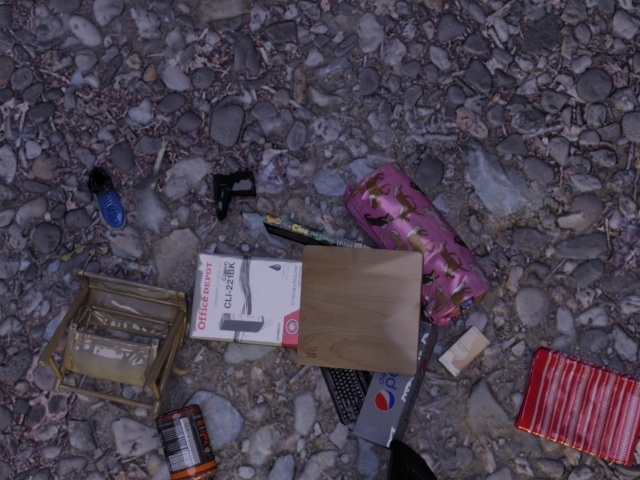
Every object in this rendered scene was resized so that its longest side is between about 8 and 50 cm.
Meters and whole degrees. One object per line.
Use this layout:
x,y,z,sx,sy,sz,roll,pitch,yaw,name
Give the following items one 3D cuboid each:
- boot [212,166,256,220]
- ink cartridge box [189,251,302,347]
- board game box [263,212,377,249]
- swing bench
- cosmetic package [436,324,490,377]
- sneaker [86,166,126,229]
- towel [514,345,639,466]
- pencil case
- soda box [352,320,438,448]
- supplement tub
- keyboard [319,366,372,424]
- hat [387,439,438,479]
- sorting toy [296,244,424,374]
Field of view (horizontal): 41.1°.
-0.201,-0.110,2.015,0.099,0.045,0.121,-5,81,-2,boot
-0.150,0.137,1.938,0.272,0.114,0.197,4,82,3,ink cartridge box
0.000,0.000,1.944,0.259,0.136,0.030,18,79,4,board game box
-0.450,0.221,1.905,0.253,0.165,0.255,12,58,4,swing bench
0.325,0.252,1.942,0.115,0.041,0.060,-45,82,-5,cosmetic package
-0.503,-0.100,2.001,0.058,0.084,0.152,-17,81,-1,sneaker
0.591,0.371,1.921,0.274,0.031,0.199,18,83,4,towel
0.215,0.005,1.928,0.160,0.167,0.386,-41,81,27,pencil case
0.168,0.314,1.889,0.091,0.098,0.286,16,77,22,soda box
-0.292,0.472,1.897,0.106,0.106,0.198,-18,82,-1,supplement tub
0.067,0.319,1.950,0.108,0.023,0.180,-21,82,-2,keyboard
0.167,0.575,1.777,0.134,0.331,0.331,-25,81,17,hat
0.090,0.143,1.832,0.257,0.089,0.256,3,91,14,sorting toy
